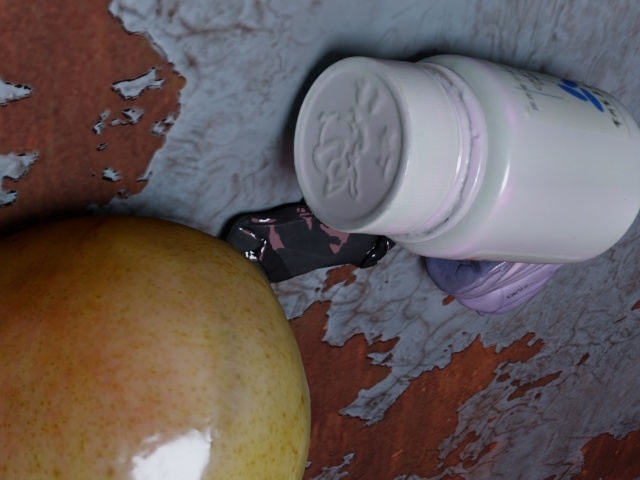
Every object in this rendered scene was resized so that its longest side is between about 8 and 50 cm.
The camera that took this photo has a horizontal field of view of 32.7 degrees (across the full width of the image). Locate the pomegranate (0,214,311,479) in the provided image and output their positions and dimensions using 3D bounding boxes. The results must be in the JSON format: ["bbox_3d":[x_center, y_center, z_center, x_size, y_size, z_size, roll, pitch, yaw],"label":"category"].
[{"bbox_3d":[-0.156,0.139,0.800,0.319,0.319,0.319,-22,143,-17],"label":"pomegranate"}]

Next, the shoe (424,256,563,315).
[{"bbox_3d":[0.234,-0.006,1.146,0.245,0.095,0.137,-34,149,5],"label":"shoe"}]

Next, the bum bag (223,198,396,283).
[{"bbox_3d":[0.000,0.000,0.994,0.198,0.049,0.087,-13,135,-27],"label":"bum bag"}]

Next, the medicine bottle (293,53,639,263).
[{"bbox_3d":[0.129,-0.066,0.915,0.293,0.170,0.170,2,131,-41],"label":"medicine bottle"}]
